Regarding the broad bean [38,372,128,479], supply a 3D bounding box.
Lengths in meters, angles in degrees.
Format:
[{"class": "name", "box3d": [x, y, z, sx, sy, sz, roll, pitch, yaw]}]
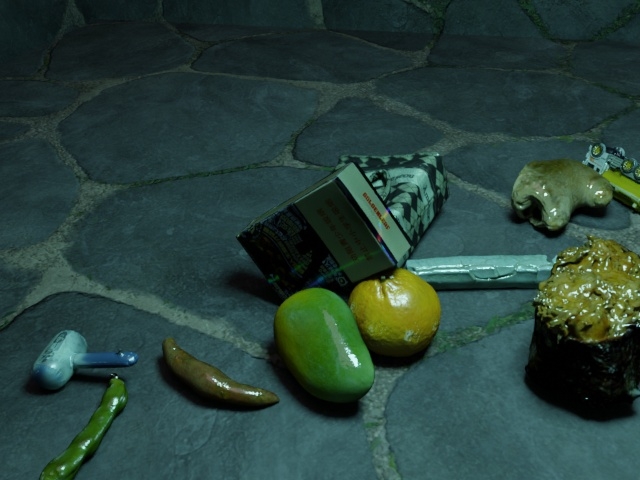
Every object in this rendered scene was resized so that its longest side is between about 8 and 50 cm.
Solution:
[{"class": "broad bean", "box3d": [-0.379, 0.313, 1.086, 0.053, 0.052, 0.256, 39, 31, -10]}]

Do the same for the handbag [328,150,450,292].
[{"class": "handbag", "box3d": [0.079, -0.060, 1.539, 0.317, 0.180, 0.416, 7, 38, 30]}]

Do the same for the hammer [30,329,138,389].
[{"class": "hammer", "box3d": [-0.420, 0.215, 1.203, 0.194, 0.069, 0.116, -4, 31, 15]}]

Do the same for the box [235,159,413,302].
[{"class": "box", "box3d": [0.000, 0.000, 1.277, 0.310, 0.198, 0.084, -26, 14, 43]}]

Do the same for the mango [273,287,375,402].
[{"class": "mango", "box3d": [0.007, 0.190, 1.174, 0.156, 0.114, 0.251, -40, 52, 4]}]

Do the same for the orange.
[{"class": "orange", "box3d": [0.138, 0.132, 1.240, 0.178, 0.155, 0.177, 7, 39, -6]}]

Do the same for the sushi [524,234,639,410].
[{"class": "sushi", "box3d": [0.504, 0.132, 1.163, 0.235, 0.207, 0.348, 8, 31, 28]}]

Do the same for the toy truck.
[{"class": "toy truck", "box3d": [0.768, -0.160, 1.673, 0.098, 0.114, 0.227, 5, 27, -31]}]

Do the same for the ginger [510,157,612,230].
[{"class": "ginger", "box3d": [0.589, -0.115, 1.608, 0.221, 0.130, 0.275, 20, 44, 17]}]

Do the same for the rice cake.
[{"class": "rice cake", "box3d": [0.345, 0.069, 1.396, 0.337, 0.066, 0.063, -3, 42, 1]}]

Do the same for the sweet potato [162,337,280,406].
[{"class": "sweet potato", "box3d": [-0.198, 0.246, 1.173, 0.256, 0.058, 0.078, 20, 19, 24]}]
